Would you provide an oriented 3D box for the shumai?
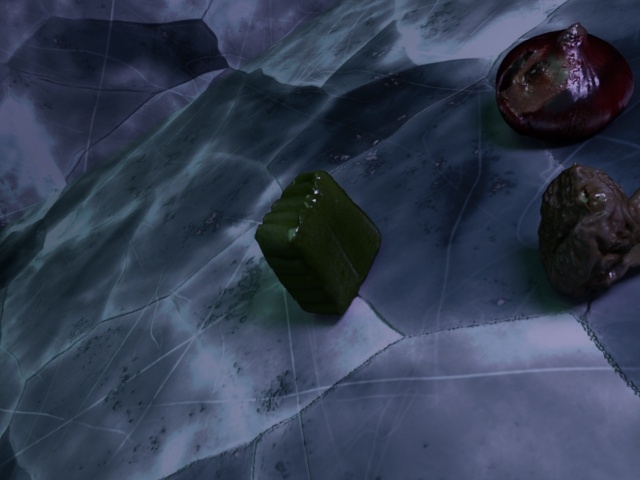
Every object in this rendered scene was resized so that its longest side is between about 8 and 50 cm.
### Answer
[{"bbox_3d":[0.428,-0.016,0.763,0.175,0.206,0.166,-3,49,6],"label":"shumai"}]

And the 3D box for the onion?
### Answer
[{"bbox_3d":[0.486,-0.337,1.045,0.271,0.195,0.272,-11,50,13],"label":"onion"}]

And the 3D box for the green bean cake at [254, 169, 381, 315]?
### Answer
[{"bbox_3d":[0.000,0.000,1.010,0.124,0.248,0.222,2,47,40],"label":"green bean cake"}]
